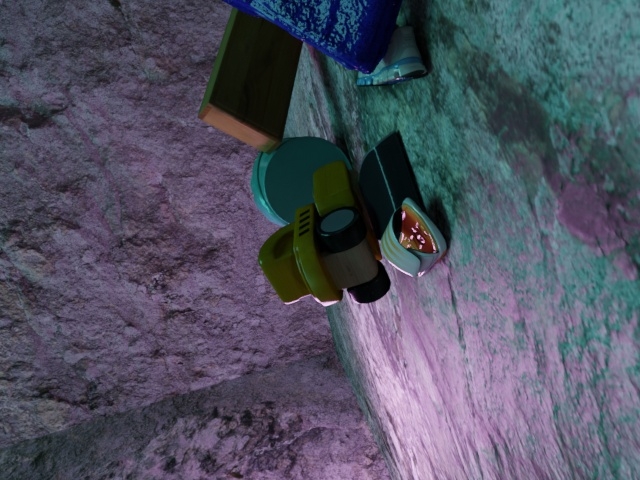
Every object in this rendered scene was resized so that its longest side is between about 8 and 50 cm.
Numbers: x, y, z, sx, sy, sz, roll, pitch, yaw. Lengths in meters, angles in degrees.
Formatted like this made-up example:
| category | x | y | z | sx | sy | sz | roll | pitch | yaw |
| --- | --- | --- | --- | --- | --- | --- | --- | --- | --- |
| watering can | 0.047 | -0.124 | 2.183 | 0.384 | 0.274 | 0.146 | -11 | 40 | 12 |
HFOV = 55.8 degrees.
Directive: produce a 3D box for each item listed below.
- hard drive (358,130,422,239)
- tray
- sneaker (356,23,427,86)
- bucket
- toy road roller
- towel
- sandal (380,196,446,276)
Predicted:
| category | x | y | z | sx | sy | sz | roll | pitch | yaw |
| --- | --- | --- | --- | --- | --- | --- | --- | --- | --- |
| hard drive | 0.125 | -0.089 | 1.153 | 0.254 | 0.054 | 0.171 | 104 | 150 | -78 |
| tray | -0.167 | -0.439 | 1.566 | 0.076 | 0.203 | 0.410 | -34 | 39 | 49 |
| sneaker | 0.102 | -0.272 | 0.887 | 0.191 | 0.071 | 0.082 | -157 | 57 | -72 |
| bucket | -0.047 | -0.152 | 1.625 | 0.183 | 0.281 | 0.281 | -159 | 53 | -78 |
| toy road roller | 0.000 | 0.000 | 1.319 | 0.329 | 0.241 | 0.202 | -90 | -22 | -55 |
| towel | -0.034 | -0.369 | 0.779 | 0.308 | 0.076 | 0.227 | 31 | 138 | 14 |
| sandal | 0.148 | 0.022 | 1.031 | 0.102 | 0.076 | 0.265 | 52 | 170 | 20 |
